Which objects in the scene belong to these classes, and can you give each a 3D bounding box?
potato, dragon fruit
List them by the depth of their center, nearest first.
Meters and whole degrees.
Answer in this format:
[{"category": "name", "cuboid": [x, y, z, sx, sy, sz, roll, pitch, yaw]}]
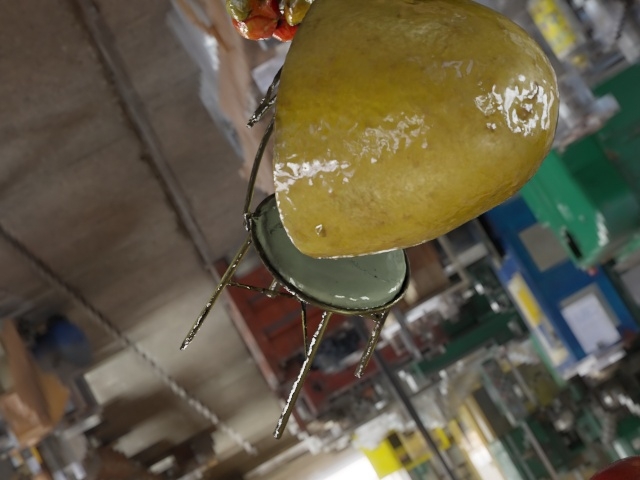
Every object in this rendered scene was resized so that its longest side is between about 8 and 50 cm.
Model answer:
[{"category": "potato", "cuboid": [0.076, -0.079, 0.830, 0.158, 0.178, 0.203, 7, -148, 31]}, {"category": "dragon fruit", "cuboid": [-0.009, -0.228, 1.058, 0.208, 0.133, 0.150, -42, 166, -39]}]

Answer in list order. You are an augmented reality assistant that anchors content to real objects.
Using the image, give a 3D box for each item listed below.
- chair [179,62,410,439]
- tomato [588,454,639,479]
[{"category": "chair", "cuboid": [0.000, 0.000, 1.089, 0.160, 0.170, 0.325, -29, 154, -45]}, {"category": "tomato", "cuboid": [0.322, 0.305, 1.243, 0.136, 0.195, 0.195, 15, 159, -6]}]
